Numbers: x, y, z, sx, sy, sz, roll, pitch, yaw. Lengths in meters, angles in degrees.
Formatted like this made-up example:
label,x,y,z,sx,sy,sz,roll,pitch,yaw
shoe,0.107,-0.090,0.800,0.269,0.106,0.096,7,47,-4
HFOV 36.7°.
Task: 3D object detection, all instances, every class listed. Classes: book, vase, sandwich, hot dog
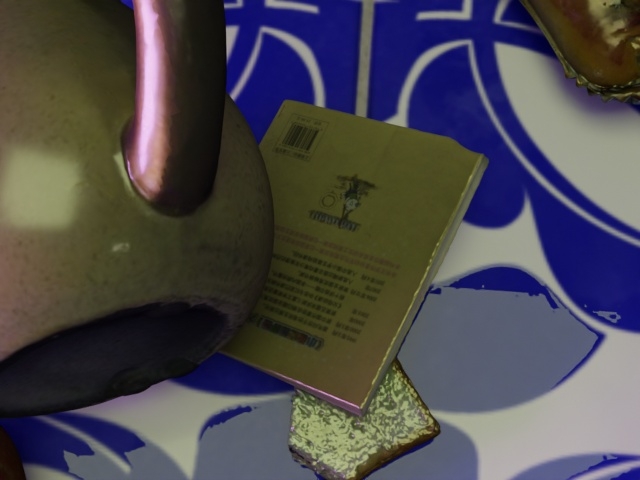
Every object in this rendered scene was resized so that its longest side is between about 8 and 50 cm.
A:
label,x,y,z,sx,sy,sz,roll,pitch,yaw
book,0.000,0.000,0.646,0.168,0.013,0.192,19,72,30
vase,-0.146,-0.083,0.550,0.241,0.329,0.302,-5,64,-38
sandwich,0.015,0.103,0.628,0.093,0.036,0.105,-26,72,-7
hot dog,0.216,-0.222,0.716,0.163,0.082,0.270,-19,73,-4

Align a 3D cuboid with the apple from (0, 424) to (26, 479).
label,x,y,z,sx,sy,sz,roll,pitch,yaw
apple,-0.268,0.168,0.547,0.207,0.174,0.188,11,73,-12
